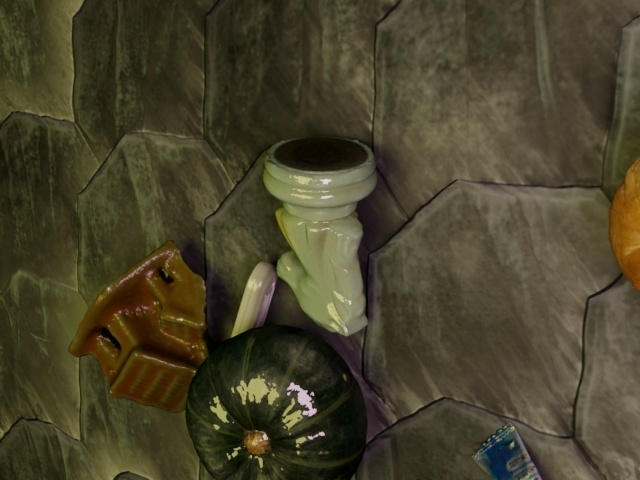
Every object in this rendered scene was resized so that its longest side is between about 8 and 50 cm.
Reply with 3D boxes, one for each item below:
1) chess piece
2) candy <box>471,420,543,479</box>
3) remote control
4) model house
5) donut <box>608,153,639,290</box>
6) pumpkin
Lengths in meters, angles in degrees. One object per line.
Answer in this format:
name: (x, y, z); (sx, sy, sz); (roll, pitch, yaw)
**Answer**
chess piece: (0.000, 0.000, 1.344); (0.175, 0.175, 0.298); (18, 122, 33)
candy: (0.279, 0.342, 1.256); (0.088, 0.038, 0.136); (-46, 62, 30)
remote control: (-0.118, 0.137, 1.484); (0.042, 0.078, 0.221); (21, 112, 11)
model house: (-0.288, 0.173, 1.556); (0.239, 0.173, 0.268); (49, 126, 20)
donut: (0.481, -0.015, 0.921); (0.317, 0.150, 0.299); (36, 140, 8)
pumpkin: (-0.065, 0.281, 1.390); (0.300, 0.207, 0.300); (4, 105, 16)
